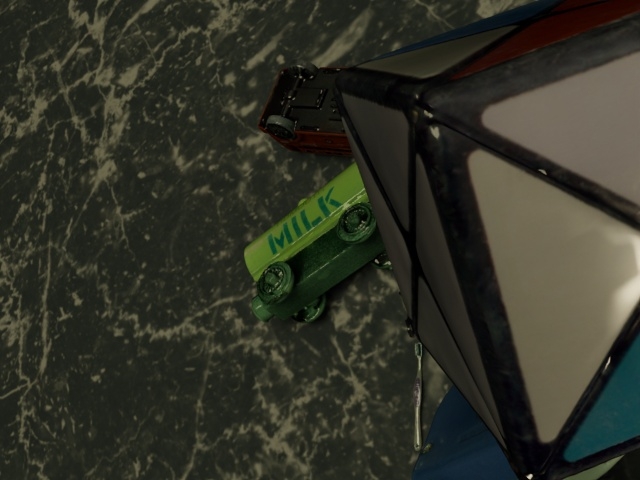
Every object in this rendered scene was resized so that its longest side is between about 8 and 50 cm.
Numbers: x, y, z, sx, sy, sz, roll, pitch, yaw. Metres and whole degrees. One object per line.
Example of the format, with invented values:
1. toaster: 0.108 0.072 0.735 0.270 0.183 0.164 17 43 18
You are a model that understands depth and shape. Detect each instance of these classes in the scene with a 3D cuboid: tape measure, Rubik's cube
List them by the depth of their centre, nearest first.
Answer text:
1. Rubik's cube: 0.216 -0.035 0.644 0.305 0.310 0.307 -20 19 -4
2. tape measure: 0.248 0.142 0.729 0.351 0.215 0.098 -33 100 33

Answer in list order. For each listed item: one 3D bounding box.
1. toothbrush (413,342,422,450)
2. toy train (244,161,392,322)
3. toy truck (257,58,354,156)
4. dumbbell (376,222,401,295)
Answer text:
1. toothbrush: 0.121 0.192 0.969 0.011 0.013 0.131 -8 75 36
2. toy train: 0.000 0.000 1.054 0.253 0.105 0.157 -37 46 17
3. toy truck: 0.045 -0.169 1.056 0.253 0.114 0.107 10 71 35
4. dumbbell: 0.222 -0.089 0.884 0.179 0.179 0.406 42 100 34
